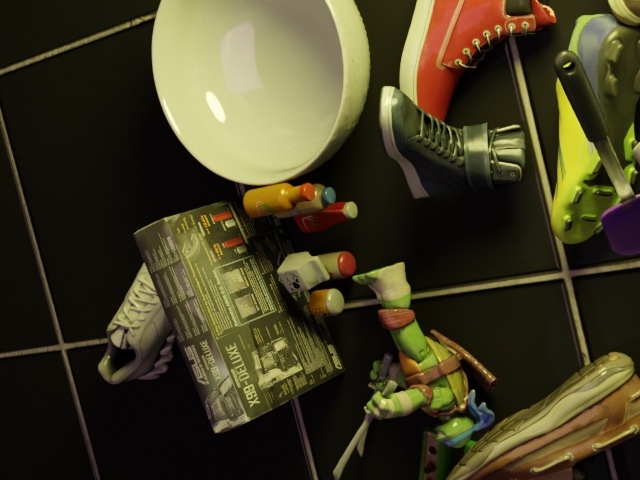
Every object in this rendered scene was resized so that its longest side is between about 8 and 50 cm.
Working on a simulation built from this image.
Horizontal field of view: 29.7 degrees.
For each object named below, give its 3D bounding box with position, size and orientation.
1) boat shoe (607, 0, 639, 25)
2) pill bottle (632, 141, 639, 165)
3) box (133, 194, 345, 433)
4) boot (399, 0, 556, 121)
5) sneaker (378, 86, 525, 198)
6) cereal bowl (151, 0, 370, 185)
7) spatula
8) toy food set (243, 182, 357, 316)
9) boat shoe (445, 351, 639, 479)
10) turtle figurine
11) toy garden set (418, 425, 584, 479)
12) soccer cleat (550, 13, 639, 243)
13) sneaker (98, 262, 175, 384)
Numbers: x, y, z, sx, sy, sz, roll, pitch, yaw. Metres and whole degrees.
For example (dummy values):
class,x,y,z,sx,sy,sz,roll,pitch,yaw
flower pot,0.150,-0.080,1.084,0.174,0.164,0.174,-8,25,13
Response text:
class,x,y,z,sx,sy,sz,roll,pitch,yaw
boat shoe,0.353,-0.362,1.384,0.073,0.080,0.223,-19,84,57
pill bottle,0.491,-0.010,1.331,0.176,0.176,0.318,-43,77,35
box,-0.111,0.094,1.750,0.077,0.242,0.307,-24,88,37
boot,0.203,-0.244,1.537,0.176,0.088,0.244,20,109,29
sneaker,0.169,-0.130,1.518,0.164,0.226,0.086,-4,65,20
cereal bowl,-0.067,-0.252,1.691,0.339,0.141,0.338,10,108,33
spatula,0.336,-0.098,1.415,0.084,0.030,0.296,-26,115,11
toy food set,0.000,0.000,1.706,0.105,0.111,0.232,-10,121,36
boat shoe,0.294,0.274,1.572,0.324,0.123,0.116,-40,87,29
turtle figurine,0.082,0.177,1.662,0.275,0.198,0.266,-19,86,33
toy garden set,0.236,0.395,1.699,0.244,0.049,0.203,15,110,32
soccer cleat,0.331,-0.137,1.487,0.121,0.094,0.289,-134,45,-55
sneaker,-0.277,0.116,1.954,0.110,0.118,0.292,35,118,26
